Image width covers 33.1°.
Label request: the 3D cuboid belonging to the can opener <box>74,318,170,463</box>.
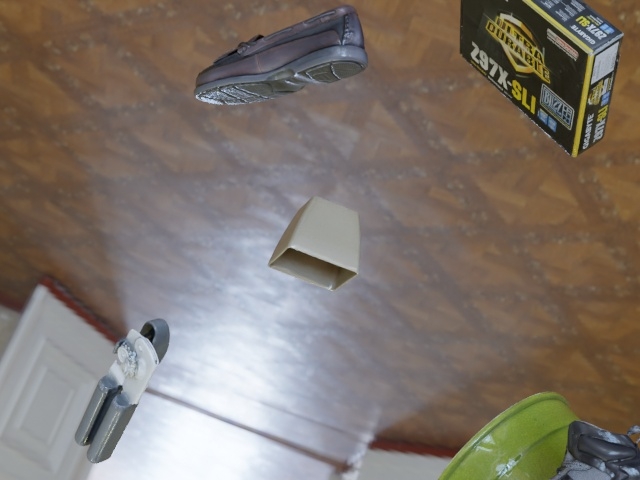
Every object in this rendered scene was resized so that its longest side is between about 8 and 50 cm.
[{"bbox_3d":[-0.300,0.238,1.653,0.074,0.093,0.280,49,127,24],"label":"can opener"}]

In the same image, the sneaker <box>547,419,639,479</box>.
[{"bbox_3d":[0.350,0.345,1.543,0.269,0.153,0.101,-14,155,19],"label":"sneaker"}]

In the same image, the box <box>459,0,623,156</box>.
[{"bbox_3d":[0.364,-0.331,1.830,0.322,0.079,0.257,50,164,30],"label":"box"}]

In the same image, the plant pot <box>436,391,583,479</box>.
[{"bbox_3d":[0.406,0.503,1.767,0.353,0.366,0.366,42,170,35],"label":"plant pot"}]

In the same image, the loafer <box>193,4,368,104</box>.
[{"bbox_3d":[-0.061,-0.275,1.618,0.303,0.095,0.109,-8,168,33],"label":"loafer"}]

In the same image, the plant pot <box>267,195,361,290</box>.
[{"bbox_3d":[0.000,0.000,1.546,0.109,0.096,0.109,21,157,-13],"label":"plant pot"}]
